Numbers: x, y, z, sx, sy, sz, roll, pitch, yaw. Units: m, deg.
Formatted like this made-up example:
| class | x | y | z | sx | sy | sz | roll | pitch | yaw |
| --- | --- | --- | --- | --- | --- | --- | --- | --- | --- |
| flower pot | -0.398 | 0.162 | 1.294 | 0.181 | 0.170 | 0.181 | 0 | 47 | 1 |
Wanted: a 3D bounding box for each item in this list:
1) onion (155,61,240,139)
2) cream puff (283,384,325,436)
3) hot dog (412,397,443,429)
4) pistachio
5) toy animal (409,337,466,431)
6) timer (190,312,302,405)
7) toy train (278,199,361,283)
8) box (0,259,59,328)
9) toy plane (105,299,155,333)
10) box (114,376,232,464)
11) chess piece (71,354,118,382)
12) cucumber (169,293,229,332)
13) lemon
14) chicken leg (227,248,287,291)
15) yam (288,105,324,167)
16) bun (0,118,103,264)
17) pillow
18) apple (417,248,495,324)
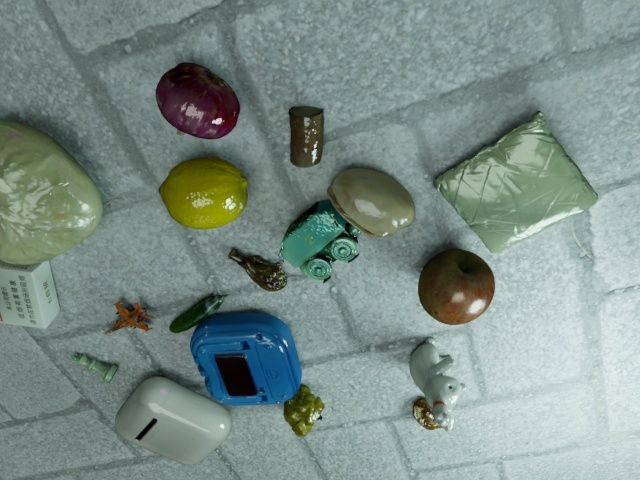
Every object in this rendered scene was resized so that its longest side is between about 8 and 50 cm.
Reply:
| class | x | y | z | sx | sy | sz | roll | pitch | yaw |
| --- | --- | --- | --- | --- | --- | --- | --- | --- | --- |
| onion | -0.257 | -0.288 | 1.015 | 0.177 | 0.177 | 0.153 | 26 | 94 | -13 |
| cream puff | -0.064 | 0.552 | 1.565 | 0.156 | 0.121 | 0.156 | 33 | 139 | 35 |
| hot dog | 0.373 | 0.580 | 1.596 | 0.099 | 0.065 | 0.147 | -34 | 117 | 32 |
| pistachio | 0.124 | -0.088 | 1.154 | 0.224 | 0.126 | 0.152 | 19 | 79 | -10 |
| toy animal | 0.352 | 0.417 | 1.381 | 0.138 | 0.282 | 0.140 | -35 | 117 | 6 |
| timer | -0.226 | 0.375 | 1.476 | 0.310 | 0.115 | 0.339 | -5 | 122 | 10 |
| toy train | 0.000 | 0.000 | 1.227 | 0.203 | 0.112 | 0.163 | -40 | 105 | 23 |
| box | -0.945 | 0.129 | 1.375 | 0.331 | 0.095 | 0.210 | 8 | 122 | 0 |
| toy plane | -0.584 | 0.239 | 1.449 | 0.189 | 0.062 | 0.135 | -24 | 119 | 33 |
| box | -0.494 | 0.614 | 1.626 | 0.349 | 0.141 | 0.288 | 33 | 120 | -16 |
| chess piece | -0.739 | 0.406 | 1.565 | 0.149 | 0.059 | 0.059 | 30 | 119 | -7 |
| cucumber | -0.364 | 0.218 | 1.418 | 0.250 | 0.056 | 0.056 | -34 | 114 | 23 |
| lemon | -0.270 | -0.112 | 1.134 | 0.193 | 0.180 | 0.180 | -28 | 121 | -13 |
| chicken leg | -0.168 | 0.075 | 1.314 | 0.178 | 0.070 | 0.093 | 32 | 113 | -5 |
| yam | -0.032 | -0.237 | 1.094 | 0.084 | 0.084 | 0.127 | 1 | 126 | 3 |
| bun | -0.715 | -0.099 | 1.145 | 0.362 | 0.213 | 0.360 | 3 | 123 | 5 |
| pillow | 0.458 | -0.123 | 1.139 | 0.281 | 0.076 | 0.274 | -34 | 112 | 29 |
| apple | 0.345 | 0.122 | 1.237 | 0.189 | 0.188 | 0.173 | 14 | 132 | -5 |
